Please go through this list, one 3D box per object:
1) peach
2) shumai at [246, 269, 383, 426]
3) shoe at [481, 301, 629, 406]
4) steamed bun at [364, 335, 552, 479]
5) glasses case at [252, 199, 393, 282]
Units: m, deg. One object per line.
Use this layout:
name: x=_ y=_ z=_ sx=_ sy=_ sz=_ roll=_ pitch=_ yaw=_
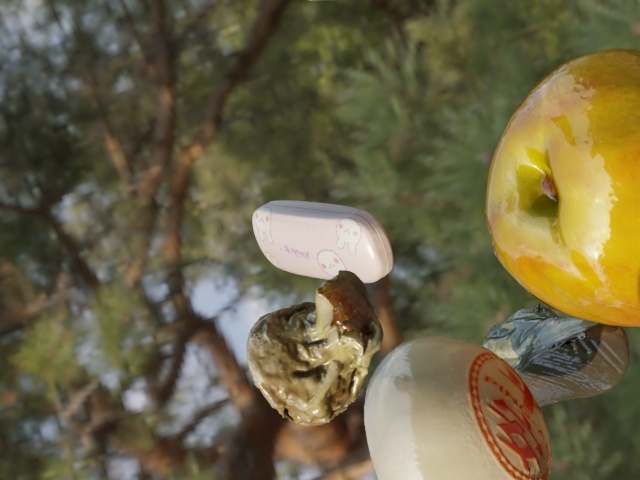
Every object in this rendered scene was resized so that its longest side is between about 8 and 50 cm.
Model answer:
peach: x=0.329 y=-0.058 z=1.699 sx=0.308 sy=0.289 sz=0.289 roll=0 pitch=-111 yaw=-36
shumai: x=0.013 y=0.137 z=2.044 sx=0.209 sy=0.153 sz=0.161 roll=17 pitch=-130 yaw=-48
shoe: x=0.264 y=0.125 z=1.886 sx=0.103 sy=0.275 sz=0.098 roll=25 pitch=-114 yaw=-23
steamed bun: x=0.153 y=0.202 z=1.649 sx=0.232 sy=0.145 sz=0.232 roll=44 pitch=-146 yaw=-41
glasses case: x=0.000 y=0.000 z=2.522 sx=0.075 sy=0.297 sz=0.113 roll=-33 pitch=-66 yaw=-31
